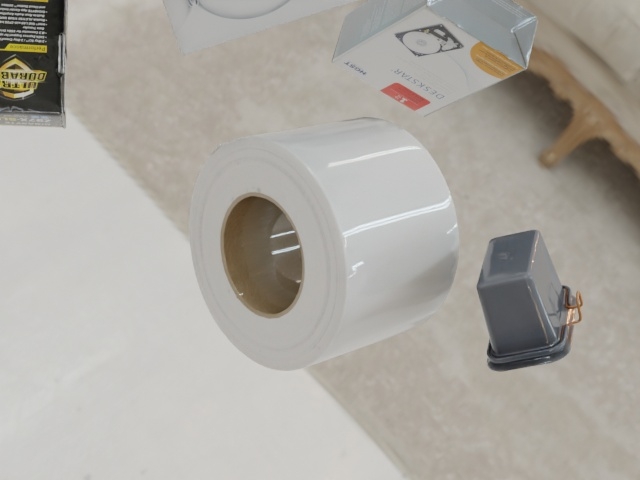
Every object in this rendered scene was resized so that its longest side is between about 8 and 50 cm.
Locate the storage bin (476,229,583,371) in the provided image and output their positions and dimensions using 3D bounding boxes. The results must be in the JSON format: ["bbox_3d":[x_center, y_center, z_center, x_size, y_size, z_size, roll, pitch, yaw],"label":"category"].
[{"bbox_3d":[0.205,0.053,1.223,0.135,0.098,0.091,-63,136,-59],"label":"storage bin"}]

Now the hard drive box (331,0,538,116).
[{"bbox_3d":[0.158,-0.281,1.736,0.181,0.232,0.089,26,66,-24],"label":"hard drive box"}]

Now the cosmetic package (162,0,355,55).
[{"bbox_3d":[-0.055,-0.390,1.145,0.284,0.377,0.097,-19,37,-3],"label":"cosmetic package"}]

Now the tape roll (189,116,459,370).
[{"bbox_3d":[0.000,0.000,1.292,0.169,0.246,0.246,-16,66,-42],"label":"tape roll"}]

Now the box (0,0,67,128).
[{"bbox_3d":[-0.438,-0.258,1.341,0.322,0.079,0.257,1,83,-12],"label":"box"}]
